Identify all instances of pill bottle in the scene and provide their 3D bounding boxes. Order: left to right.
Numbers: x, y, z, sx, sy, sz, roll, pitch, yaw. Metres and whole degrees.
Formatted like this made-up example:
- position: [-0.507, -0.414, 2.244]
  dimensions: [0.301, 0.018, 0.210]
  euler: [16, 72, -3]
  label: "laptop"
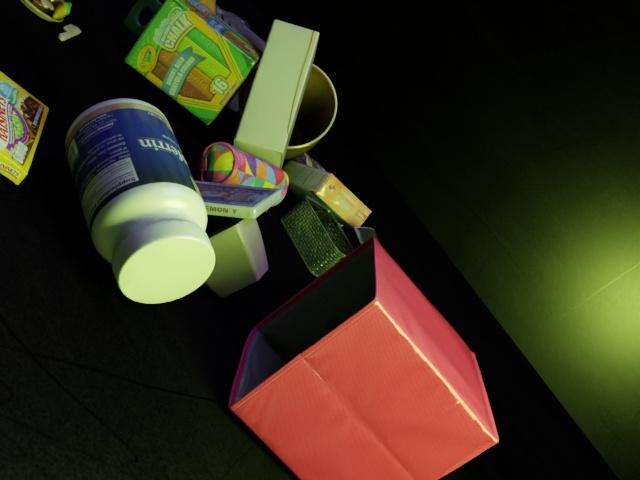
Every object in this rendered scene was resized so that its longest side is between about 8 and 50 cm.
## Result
- position: [-0.241, -0.055, 0.998]
  dimensions: [0.153, 0.153, 0.264]
  euler: [31, 25, -52]
  label: "pill bottle"

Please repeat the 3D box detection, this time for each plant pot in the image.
- position: [-0.143, 0.028, 1.193]
  dimensions: [0.096, 0.109, 0.109]
  euler: [62, 13, -6]
  label: "plant pot"
- position: [-0.090, -0.302, 1.893]
  dimensions: [0.237, 0.237, 0.254]
  euler: [52, -13, 7]
  label: "plant pot"

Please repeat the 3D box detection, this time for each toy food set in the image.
- position: [-0.522, -0.460, 1.380]
  dimensions: [0.192, 0.038, 0.132]
  euler: [45, 16, -19]
  label: "toy food set"

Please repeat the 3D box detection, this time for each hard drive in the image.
- position: [0.140, 0.102, 1.731]
  dimensions: [0.172, 0.054, 0.254]
  euler: [-109, -178, -53]
  label: "hard drive"

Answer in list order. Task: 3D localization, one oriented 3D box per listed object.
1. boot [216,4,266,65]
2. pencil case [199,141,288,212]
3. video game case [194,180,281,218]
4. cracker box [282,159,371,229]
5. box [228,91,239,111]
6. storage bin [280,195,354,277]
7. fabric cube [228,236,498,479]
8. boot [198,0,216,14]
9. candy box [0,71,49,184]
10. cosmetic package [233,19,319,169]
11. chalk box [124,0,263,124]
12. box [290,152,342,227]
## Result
- position: [-0.232, -0.522, 1.867]
  dimensions: [0.161, 0.083, 0.246]
  euler: [22, 25, -47]
  label: "boot"
- position: [-0.157, -0.132, 1.548]
  dimensions: [0.104, 0.104, 0.236]
  euler: [57, 14, 22]
  label: "pencil case"
- position: [-0.175, -0.073, 1.254]
  dimensions: [0.184, 0.023, 0.201]
  euler: [6, 14, 8]
  label: "video game case"
- position: [0.005, -0.117, 1.865]
  dimensions: [0.156, 0.067, 0.232]
  euler: [42, -7, -31]
  label: "cracker box"
- position: [-0.270, -0.467, 1.976]
  dimensions: [0.181, 0.119, 0.181]
  euler: [58, 16, 27]
  label: "box"
- position: [0.000, 0.000, 1.704]
  dimensions: [0.122, 0.084, 0.180]
  euler: [28, 26, -54]
  label: "storage bin"
- position: [0.060, 0.197, 1.069]
  dimensions: [0.258, 0.259, 0.254]
  euler: [49, 14, -13]
  label: "fabric cube"
- position: [-0.254, -0.478, 1.754]
  dimensions: [0.220, 0.283, 0.109]
  euler: [46, 31, 7]
  label: "boot"
- position: [-0.419, -0.158, 0.975]
  dimensions: [0.105, 0.027, 0.206]
  euler: [38, 19, -30]
  label: "candy box"
- position: [-0.100, -0.317, 1.677]
  dimensions: [0.113, 0.309, 0.160]
  euler: [15, -17, -3]
  label: "cosmetic package"
- position: [-0.297, -0.422, 1.636]
  dimensions: [0.289, 0.180, 0.179]
  euler: [36, 17, -10]
  label: "chalk box"
- position: [-0.004, -0.156, 2.146]
  dimensions: [0.159, 0.044, 0.233]
  euler: [40, 18, -36]
  label: "box"
